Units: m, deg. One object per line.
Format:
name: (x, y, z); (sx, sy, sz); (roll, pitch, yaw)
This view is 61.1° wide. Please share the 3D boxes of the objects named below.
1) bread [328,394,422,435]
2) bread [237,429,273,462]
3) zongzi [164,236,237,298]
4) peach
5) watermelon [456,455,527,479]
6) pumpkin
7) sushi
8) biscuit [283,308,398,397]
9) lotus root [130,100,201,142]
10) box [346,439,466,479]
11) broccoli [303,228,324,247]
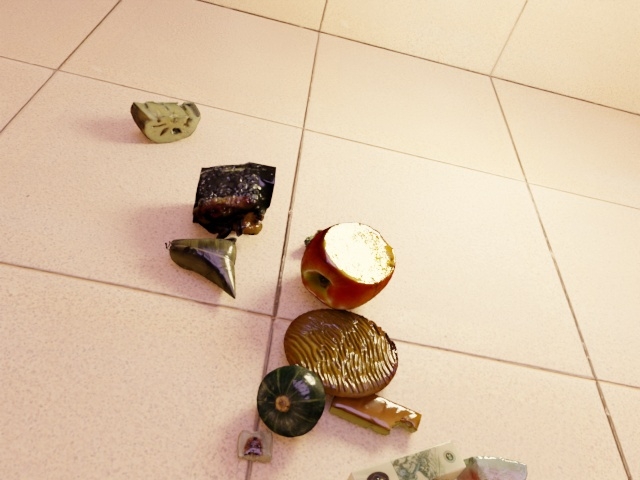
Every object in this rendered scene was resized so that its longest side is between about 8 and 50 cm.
bread: (0.138, 0.436, 1.372); (0.226, 0.049, 0.088); (23, 41, 5)
bread: (-0.149, 0.471, 1.249); (0.084, 0.035, 0.070); (8, 42, -7)
zongzi: (-0.341, 0.083, 1.550); (0.205, 0.094, 0.204); (1, 54, -13)
peach: (0.080, 0.068, 1.596); (0.275, 0.245, 0.248); (-24, 97, -31)
watermelon: (0.400, 0.620, 1.258); (0.154, 0.094, 0.241); (10, 45, 2)
pumpkin: (-0.070, 0.378, 1.291); (0.167, 0.167, 0.125); (36, 15, 18)
sushi: (-0.271, -0.112, 1.675); (0.227, 0.215, 0.212); (9, 44, -10)
biscuit: (0.056, 0.290, 1.461); (0.318, 0.040, 0.317); (9, 32, -6)
lotus root: (-0.560, -0.435, 1.971); (0.235, 0.138, 0.119); (-14, 57, -31)
box: (0.173, 0.539, 1.193); (0.257, 0.164, 0.069); (-7, 46, -24)
broccoli: (0.000, 0.000, 1.746); (0.097, 0.092, 0.095); (29, 54, -15)
